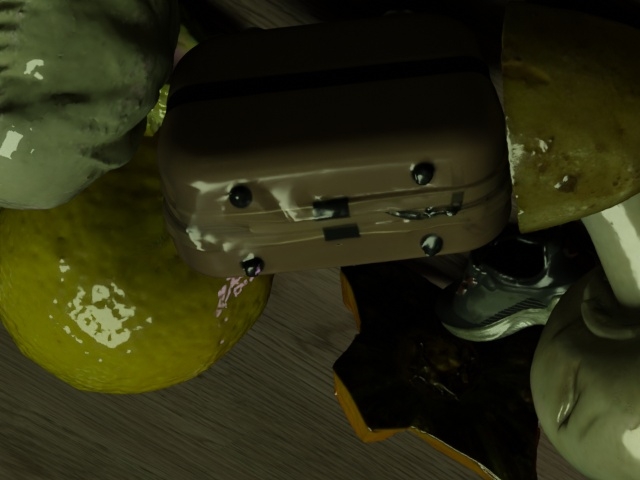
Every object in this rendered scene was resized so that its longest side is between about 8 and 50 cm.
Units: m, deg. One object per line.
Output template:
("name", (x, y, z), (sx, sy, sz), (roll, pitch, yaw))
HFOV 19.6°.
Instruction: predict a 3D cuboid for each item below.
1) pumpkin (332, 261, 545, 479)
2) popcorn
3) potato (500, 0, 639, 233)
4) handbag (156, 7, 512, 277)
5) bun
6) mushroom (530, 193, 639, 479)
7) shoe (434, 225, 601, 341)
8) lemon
("pumpkin", (0.126, 0.141, 2.029), (0.290, 0.258, 0.095), (18, 135, 7))
("popcorn", (-0.153, -0.170, 1.821), (0.145, 0.125, 0.126), (12, 146, -18))
("potato", (0.238, -0.112, 1.573), (0.158, 0.178, 0.203), (-6, 104, 13))
("handbag", (0.011, -0.106, 1.640), (0.302, 0.283, 0.149), (-7, 130, 6))
("bun", (-0.261, -0.200, 1.650), (0.365, 0.365, 0.219), (-5, 172, 44))
("mushroom", (0.327, 0.066, 1.720), (0.314, 0.314, 0.336), (-5, 120, 45))
("shoe", (0.201, 0.035, 1.942), (0.228, 0.099, 0.112), (-8, 132, 42))
("lemon", (-0.205, 0.012, 1.984), (0.336, 0.336, 0.336), (19, 153, 10))
